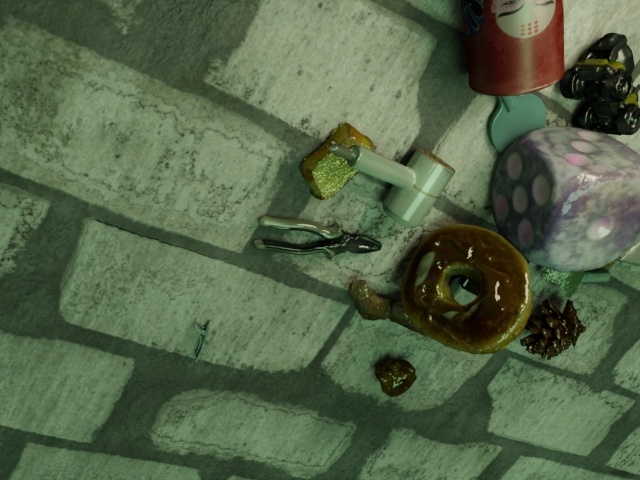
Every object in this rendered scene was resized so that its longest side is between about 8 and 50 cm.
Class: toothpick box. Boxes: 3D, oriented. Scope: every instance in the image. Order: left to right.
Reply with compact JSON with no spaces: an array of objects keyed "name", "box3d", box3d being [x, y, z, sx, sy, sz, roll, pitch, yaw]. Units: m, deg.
[{"name":"toothpick box","box3d":[0.386,-0.488,1.240,0.204,0.204,0.333,-20,122,-6]}]

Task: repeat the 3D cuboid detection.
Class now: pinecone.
[{"name":"pinecone","box3d":[0.675,0.259,1.790,0.195,0.150,0.179,-41,152,6]}]

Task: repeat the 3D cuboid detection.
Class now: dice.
[{"name":"dice","box3d":[0.595,-0.104,1.475,0.270,0.271,0.270,-4,125,-16]}]

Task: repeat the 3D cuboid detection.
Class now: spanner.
[{"name":"spanner","box3d":[0.000,0.000,1.490,0.324,0.040,0.096,6,116,-20]}]

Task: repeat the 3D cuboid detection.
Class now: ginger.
[{"name":"ginger","box3d":[0.186,0.189,1.627,0.290,0.122,0.084,27,76,-26]}]

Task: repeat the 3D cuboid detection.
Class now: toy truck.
[{"name":"toy truck","box3d":[0.693,-0.365,1.459,0.165,0.147,0.224,-52,127,-12]}]

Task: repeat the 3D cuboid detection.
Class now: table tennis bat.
[{"name":"table tennis bat","box3d":[0.459,-0.307,1.466,0.153,0.040,0.244,-37,127,6]}]

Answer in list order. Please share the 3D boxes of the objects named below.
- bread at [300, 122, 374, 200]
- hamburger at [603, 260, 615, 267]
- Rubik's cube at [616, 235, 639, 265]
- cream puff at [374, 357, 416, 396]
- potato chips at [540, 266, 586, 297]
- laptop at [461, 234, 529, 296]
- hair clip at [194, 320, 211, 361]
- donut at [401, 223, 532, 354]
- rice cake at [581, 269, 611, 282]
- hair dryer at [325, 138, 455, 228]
[{"name":"bread","box3d":[0.035,-0.176,1.390,0.187,0.065,0.103,-40,128,9]},{"name":"hamburger","box3d":[0.823,0.042,1.782,0.083,0.044,0.076,4,118,-23]},{"name":"Rubik's cube","box3d":[0.843,-0.073,1.613,0.231,0.225,0.221,10,114,-22]},{"name":"cream puff","box3d":[0.211,0.387,1.757,0.122,0.094,0.116,8,122,-48]},{"name":"potato chips","box3d":[0.688,0.052,1.719,0.228,0.059,0.167,34,115,-22]},{"name":"laptop","box3d":[0.499,0.074,1.707,0.154,0.026,0.207,27,107,-27]},{"name":"hair clip","box3d":[-0.307,0.252,1.543,0.039,0.030,0.115,15,112,-4]},{"name":"donut","box3d":[0.361,0.129,1.518,0.330,0.330,0.160,-37,146,5]},{"name":"rice cake","box3d":[0.768,0.106,1.806,0.207,0.033,0.033,0,112,-18]},{"name":"hair dryer","box3d":[0.136,-0.152,1.377,0.357,0.107,0.173,18,112,-38]}]
